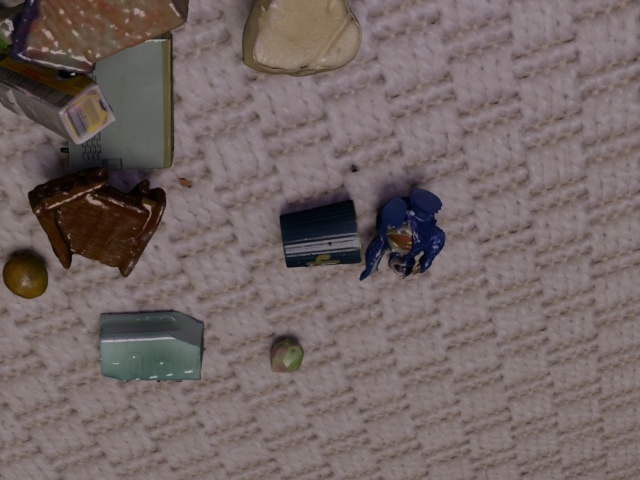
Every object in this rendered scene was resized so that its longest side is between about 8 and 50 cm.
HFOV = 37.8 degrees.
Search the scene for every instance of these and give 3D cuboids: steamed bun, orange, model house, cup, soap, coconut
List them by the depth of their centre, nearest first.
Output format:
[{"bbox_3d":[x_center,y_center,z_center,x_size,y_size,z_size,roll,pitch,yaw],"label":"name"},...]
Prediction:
[{"bbox_3d":[-0.387,-0.423,1.393,0.280,0.245,0.312,-21,130,14],"label":"model house"},{"bbox_3d":[-0.036,-0.366,1.592,0.212,0.110,0.231,32,86,-40],"label":"steamed bun"},{"bbox_3d":[-0.421,-0.053,1.708,0.229,0.199,0.220,23,109,-26],"label":"model house"},{"bbox_3d":[-0.578,0.072,1.840,0.085,0.085,0.095,-29,125,11],"label":"orange"},{"bbox_3d":[0.000,0.000,1.911,0.155,0.131,0.176,-7,155,-2],"label":"cup"},{"bbox_3d":[-0.358,0.233,2.023,0.230,0.091,0.145,-1,129,-11],"label":"soap"},{"bbox_3d":[-0.076,0.262,2.127,0.082,0.081,0.083,-11,159,43],"label":"coconut"}]

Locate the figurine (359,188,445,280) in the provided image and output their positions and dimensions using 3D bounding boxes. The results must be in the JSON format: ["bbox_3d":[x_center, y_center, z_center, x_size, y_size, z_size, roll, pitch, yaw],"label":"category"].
[{"bbox_3d":[0.174,-0.013,1.946,0.164,0.121,0.262,0,144,-14],"label":"figurine"}]

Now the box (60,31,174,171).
[{"bbox_3d":[-0.363,-0.245,1.658,0.210,0.045,0.270,-4,130,-10],"label":"box"}]

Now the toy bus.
[{"bbox_3d":[-0.438,-0.239,1.499,0.106,0.268,0.092,-43,139,-23],"label":"toy bus"}]

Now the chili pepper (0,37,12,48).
[{"bbox_3d":[-0.569,-0.366,1.490,0.182,0.073,0.050,16,147,-31],"label":"chili pepper"}]
